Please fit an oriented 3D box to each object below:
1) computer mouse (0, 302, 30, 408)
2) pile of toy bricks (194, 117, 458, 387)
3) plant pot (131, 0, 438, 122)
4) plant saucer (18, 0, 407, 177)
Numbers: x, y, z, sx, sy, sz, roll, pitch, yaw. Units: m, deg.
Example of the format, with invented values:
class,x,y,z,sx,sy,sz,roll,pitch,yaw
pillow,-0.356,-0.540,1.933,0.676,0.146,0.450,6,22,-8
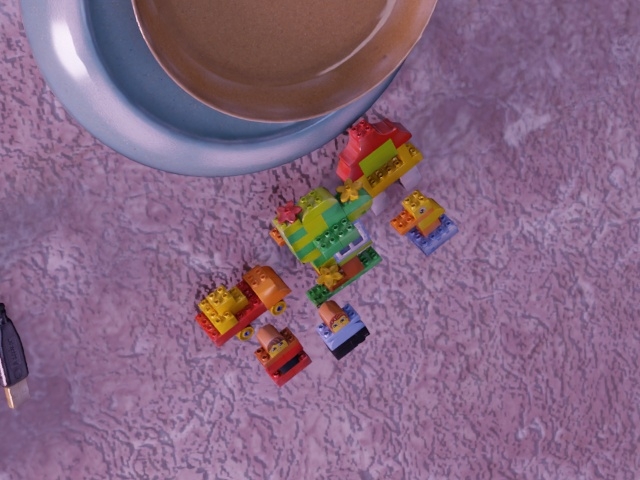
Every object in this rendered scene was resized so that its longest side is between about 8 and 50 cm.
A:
class,x,y,z,sx,sy,sz,roll,pitch,yaw
computer mouse,-0.297,0.142,1.391,0.184,0.060,0.262,-11,102,-14
pile of toy bricks,0.000,0.000,1.418,0.212,0.118,0.105,-38,139,-6
plant pot,-0.024,-0.199,1.340,0.236,0.032,0.236,-9,113,-21
plant saucer,-0.055,-0.190,1.373,0.317,0.043,0.318,-8,113,-21
